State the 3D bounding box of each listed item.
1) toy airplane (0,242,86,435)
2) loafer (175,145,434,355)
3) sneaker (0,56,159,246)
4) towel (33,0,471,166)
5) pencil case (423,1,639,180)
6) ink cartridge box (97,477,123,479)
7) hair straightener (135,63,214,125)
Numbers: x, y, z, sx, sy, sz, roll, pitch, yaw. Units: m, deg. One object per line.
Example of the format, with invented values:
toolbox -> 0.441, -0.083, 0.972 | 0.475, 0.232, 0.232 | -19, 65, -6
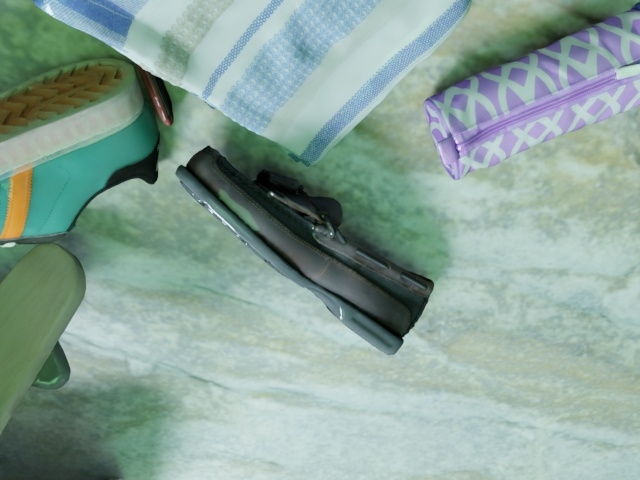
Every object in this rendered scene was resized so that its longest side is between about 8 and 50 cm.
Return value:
toy airplane -> -0.375, 0.210, 0.481 | 0.387, 0.272, 0.383 | -11, 87, -19
loafer -> 0.000, 0.000, 0.555 | 0.095, 0.109, 0.302 | -49, 122, -1
sneaker -> -0.267, -0.032, 0.452 | 0.302, 0.108, 0.121 | -26, 138, -15
towel -> -0.017, -0.167, 0.399 | 0.209, 0.034, 0.285 | -42, 148, 17
pencil case -> 0.194, -0.122, 0.499 | 0.206, 0.088, 0.086 | -23, 118, 8
ink cartridge box -> -0.382, 0.349, 0.644 | 0.273, 0.114, 0.197 | -6, 164, -3
hair straightener -> -0.126, -0.209, 0.443 | 0.089, 0.047, 0.230 | -19, 116, 1
